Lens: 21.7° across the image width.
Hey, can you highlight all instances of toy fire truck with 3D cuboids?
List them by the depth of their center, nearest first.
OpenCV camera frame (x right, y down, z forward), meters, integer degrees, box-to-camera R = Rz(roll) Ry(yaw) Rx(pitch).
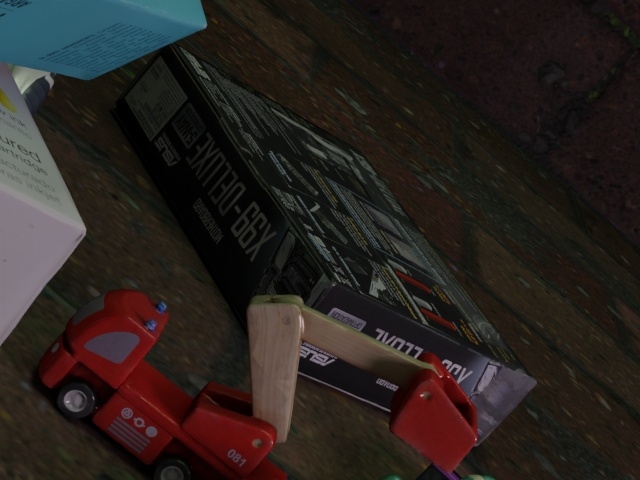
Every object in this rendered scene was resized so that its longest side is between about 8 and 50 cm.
[{"bbox_3d":[-0.031,0.075,0.842,0.192,0.135,0.047,40,14,-6],"label":"toy fire truck"}]

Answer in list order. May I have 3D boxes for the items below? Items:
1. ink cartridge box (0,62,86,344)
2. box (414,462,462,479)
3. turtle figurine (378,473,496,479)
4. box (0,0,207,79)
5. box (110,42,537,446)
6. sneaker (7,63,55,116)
[{"bbox_3d":[-0.225,-0.039,0.607,0.171,0.168,0.232,28,19,-39],"label":"ink cartridge box"},{"bbox_3d":[0.089,0.195,1.017,0.116,0.029,0.162,43,13,9],"label":"box"},{"bbox_3d":[0.040,0.184,0.711,0.118,0.175,0.234,1,5,-1],"label":"turtle figurine"},{"bbox_3d":[-0.130,-0.122,0.554,0.244,0.060,0.100,3,69,-67],"label":"box"},{"bbox_3d":[0.000,0.000,1.262,0.242,0.076,0.307,27,20,-44],"label":"box"},{"bbox_3d":[-0.250,-0.132,0.974,0.153,0.094,0.235,30,18,-32],"label":"sneaker"}]
